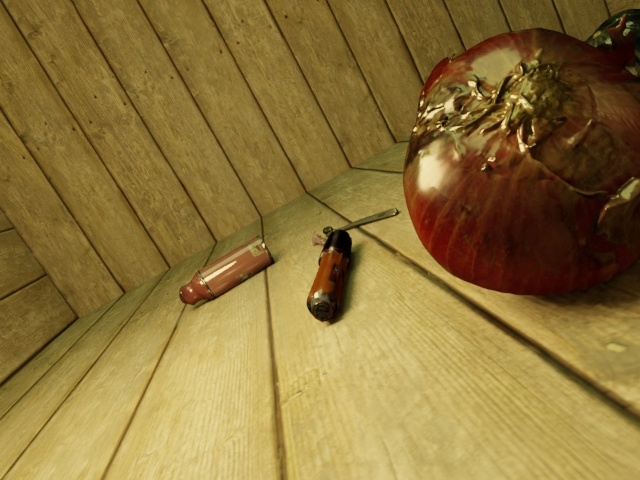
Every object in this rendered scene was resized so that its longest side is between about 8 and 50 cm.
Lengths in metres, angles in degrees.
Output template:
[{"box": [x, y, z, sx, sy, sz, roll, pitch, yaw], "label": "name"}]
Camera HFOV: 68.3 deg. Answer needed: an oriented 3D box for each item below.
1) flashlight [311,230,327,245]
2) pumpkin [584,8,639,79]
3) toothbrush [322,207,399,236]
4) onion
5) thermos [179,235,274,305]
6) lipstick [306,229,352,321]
[{"box": [0.000, 0.000, 1.519, 0.031, 0.052, 0.110, 5, 7, -23], "label": "flashlight"}, {"box": [0.866, -0.532, 1.366, 0.250, 0.216, 0.250, -36, 37, 33], "label": "pumpkin"}, {"box": [0.121, -0.057, 1.486, 0.297, 0.030, 0.030, -16, 43, 41], "label": "toothbrush"}, {"box": [0.276, -0.105, 0.614, 0.353, 0.353, 0.353, -27, 12, 6], "label": "onion"}, {"box": [-0.327, 0.112, 1.606, 0.330, 0.109, 0.136, -31, 13, -11], "label": "thermos"}, {"box": [0.027, 0.068, 1.080, 0.077, 0.077, 0.418, -25, 14, 15], "label": "lipstick"}]
